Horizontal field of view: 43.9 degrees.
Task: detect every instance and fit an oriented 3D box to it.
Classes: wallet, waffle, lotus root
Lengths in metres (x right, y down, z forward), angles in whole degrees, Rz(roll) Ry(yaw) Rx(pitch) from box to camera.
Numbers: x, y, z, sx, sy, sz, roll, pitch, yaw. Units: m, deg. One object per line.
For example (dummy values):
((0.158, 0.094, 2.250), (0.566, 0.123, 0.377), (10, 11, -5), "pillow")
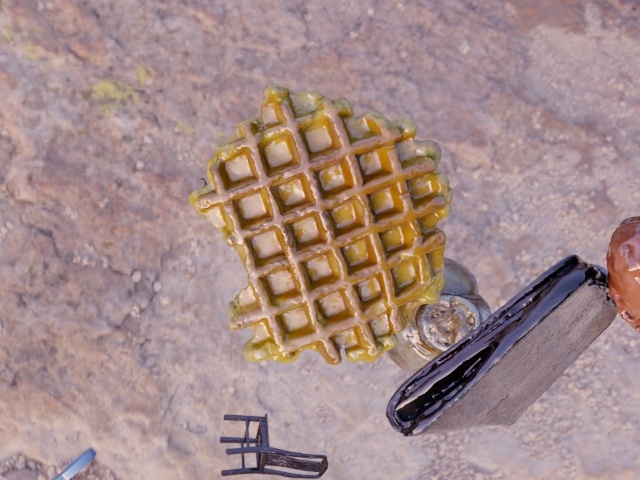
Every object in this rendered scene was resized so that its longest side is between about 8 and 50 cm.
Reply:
((0.164, 0.087, 0.628), (0.172, 0.318, 0.045), (-45, 66, 11), "wallet")
((0.001, -0.010, 0.844), (0.282, 0.058, 0.300), (3, 99, -7), "waffle")
((0.158, 0.113, 1.175), (0.175, 0.349, 0.174), (-1, 81, 4), "lotus root")

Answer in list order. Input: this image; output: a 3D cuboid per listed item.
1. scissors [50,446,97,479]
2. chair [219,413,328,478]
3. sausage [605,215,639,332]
((-0.551, 0.505, 1.572), (0.256, 0.125, 0.030), (-41, 93, -22), "scissors")
((-0.093, 0.419, 1.610), (0.213, 0.084, 0.101), (5, 36, -13), "chair")
((0.310, 0.051, 0.555), (0.327, 0.087, 0.079), (12, 21, -29), "sausage")
